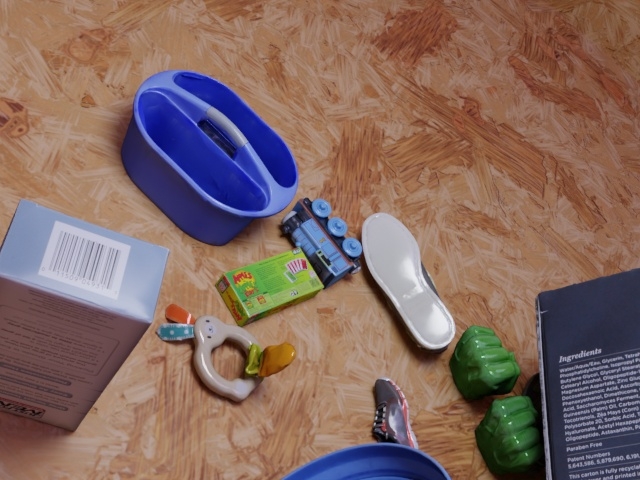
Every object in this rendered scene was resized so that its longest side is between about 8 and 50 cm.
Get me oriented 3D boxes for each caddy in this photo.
[{"bbox_3d":[-0.200,-0.160,1.506,0.341,0.179,0.241,44,45,2],"label":"caddy"}]

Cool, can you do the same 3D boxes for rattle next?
[{"bbox_3d":[-0.159,0.159,1.337,0.130,0.143,0.200,-42,92,-25],"label":"rattle"}]

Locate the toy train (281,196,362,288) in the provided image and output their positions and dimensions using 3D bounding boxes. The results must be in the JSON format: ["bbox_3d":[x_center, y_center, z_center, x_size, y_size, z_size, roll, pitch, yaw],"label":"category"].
[{"bbox_3d":[0.000,0.000,1.591,0.105,0.080,0.184,-31,78,-36],"label":"toy train"}]

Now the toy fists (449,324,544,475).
[{"bbox_3d":[0.329,0.292,1.530,0.096,0.142,0.279,-11,64,-11],"label":"toy fists"}]

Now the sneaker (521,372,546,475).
[{"bbox_3d":[0.448,0.339,1.600,0.087,0.130,0.228,37,45,-7],"label":"sneaker"}]

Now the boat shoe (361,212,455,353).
[{"bbox_3d":[0.168,0.087,1.627,0.109,0.091,0.305,-26,68,-3],"label":"boat shoe"}]

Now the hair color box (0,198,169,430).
[{"bbox_3d":[-0.351,0.116,1.075,0.185,0.374,0.114,21,50,-19],"label":"hair color box"}]

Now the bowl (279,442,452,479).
[{"bbox_3d":[0.018,0.435,1.100,0.391,0.391,0.077,-48,117,-44],"label":"bowl"}]

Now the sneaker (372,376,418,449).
[{"bbox_3d":[0.120,0.317,1.454,0.064,0.061,0.158,-6,62,-28],"label":"sneaker"}]

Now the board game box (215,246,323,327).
[{"bbox_3d":[-0.090,0.083,1.495,0.181,0.043,0.092,-19,70,-40],"label":"board game box"}]

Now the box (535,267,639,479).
[{"bbox_3d":[0.606,0.373,1.440,0.480,0.297,0.472,47,36,-38],"label":"box"}]
